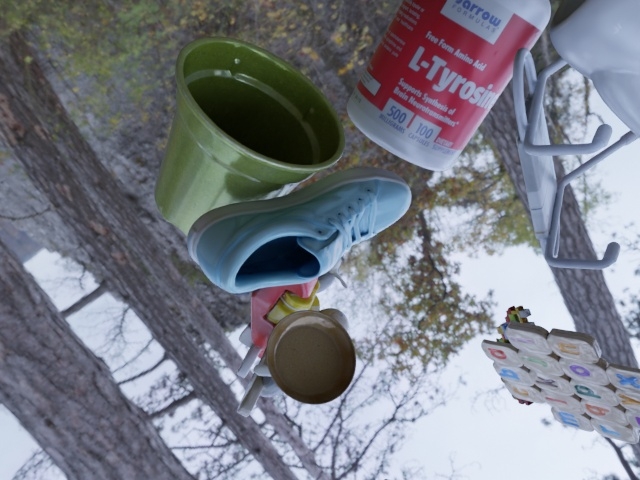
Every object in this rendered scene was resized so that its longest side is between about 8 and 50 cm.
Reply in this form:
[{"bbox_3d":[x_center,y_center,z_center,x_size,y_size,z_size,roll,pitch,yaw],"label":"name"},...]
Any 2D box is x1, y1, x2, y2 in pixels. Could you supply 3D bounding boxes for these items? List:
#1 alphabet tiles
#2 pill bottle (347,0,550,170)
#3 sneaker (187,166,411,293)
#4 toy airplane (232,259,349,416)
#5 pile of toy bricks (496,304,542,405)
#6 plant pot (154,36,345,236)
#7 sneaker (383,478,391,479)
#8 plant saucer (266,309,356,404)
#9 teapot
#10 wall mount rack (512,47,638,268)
[{"bbox_3d":[0.413,0.233,0.915,0.278,0.284,0.021,2,-133,48],"label":"alphabet tiles"},{"bbox_3d":[0.234,-0.344,0.963,0.407,0.229,0.229,-60,-174,26],"label":"pill bottle"},{"bbox_3d":[0.000,0.000,0.834,0.366,0.135,0.150,-19,-138,-20],"label":"sneaker"},{"bbox_3d":[-0.069,0.193,1.318,0.384,0.273,0.386,18,88,-81],"label":"toy airplane"},{"bbox_3d":[0.436,0.261,1.262,0.118,0.212,0.105,-20,179,-19],"label":"pile of toy bricks"},{"bbox_3d":[-0.141,-0.134,0.909,0.254,0.276,0.276,-50,-175,39],"label":"plant pot"},{"bbox_3d":[0.032,0.491,0.874,0.292,0.118,0.110,-36,-171,21],"label":"sneaker"},{"bbox_3d":[-0.009,0.103,0.495,0.083,0.083,0.015,-46,178,-32],"label":"plant saucer"},{"bbox_3d":[0.349,-0.227,0.490,0.252,0.187,0.256,-57,-179,-39],"label":"teapot"},{"bbox_3d":[0.369,-0.139,0.789,0.131,0.350,0.304,1,-133,32],"label":"wall mount rack"}]
